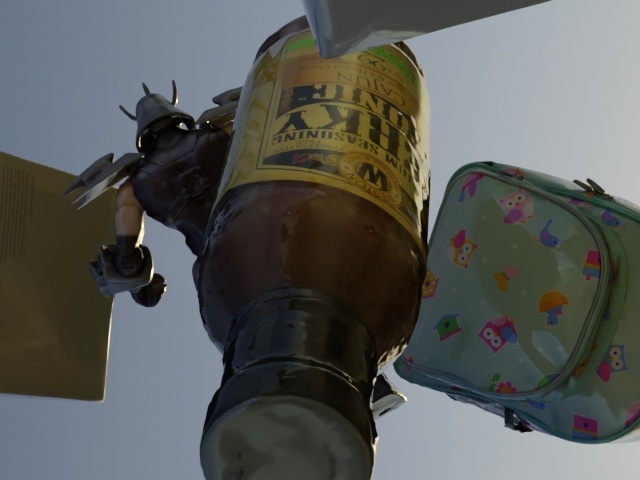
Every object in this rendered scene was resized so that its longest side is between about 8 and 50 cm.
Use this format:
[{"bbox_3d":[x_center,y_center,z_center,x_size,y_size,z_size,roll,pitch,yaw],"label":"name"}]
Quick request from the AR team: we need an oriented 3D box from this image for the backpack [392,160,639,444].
[{"bbox_3d":[0.151,0.044,0.965,0.144,0.188,0.165,22,-93,-66],"label":"backpack"}]

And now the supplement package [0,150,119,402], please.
[{"bbox_3d":[-0.329,0.029,1.295,0.263,0.198,0.199,18,-106,-61],"label":"supplement package"}]

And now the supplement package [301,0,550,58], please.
[{"bbox_3d":[0.027,-0.211,0.584,0.139,0.134,0.244,79,175,-51],"label":"supplement package"}]

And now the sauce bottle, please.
[{"bbox_3d":[0.000,0.000,0.743,0.344,0.111,0.111,-85,-22,-57],"label":"sauce bottle"}]

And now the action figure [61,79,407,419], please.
[{"bbox_3d":[-0.058,0.014,1.039,0.285,0.185,0.099,60,-172,10],"label":"action figure"}]
